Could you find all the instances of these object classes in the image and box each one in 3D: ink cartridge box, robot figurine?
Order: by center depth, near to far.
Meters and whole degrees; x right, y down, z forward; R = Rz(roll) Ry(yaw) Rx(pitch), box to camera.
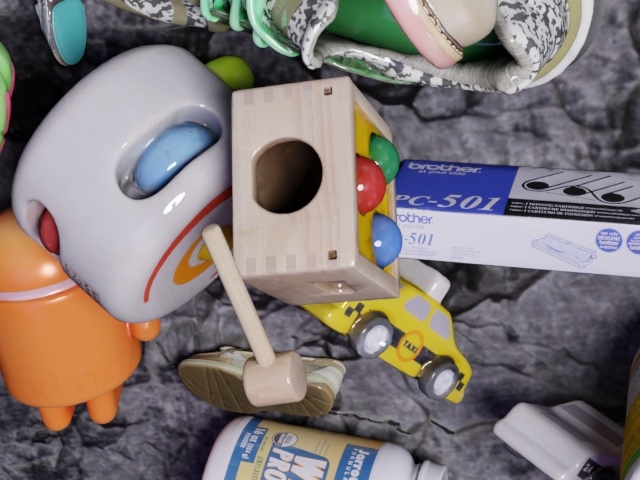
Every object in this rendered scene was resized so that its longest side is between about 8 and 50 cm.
[{"bbox_3d":[0.155,-0.019,0.914,0.207,0.097,0.046,4,116,15],"label":"ink cartridge box"},{"bbox_3d":[-0.229,0.057,1.054,0.158,0.128,0.219,9,121,37],"label":"robot figurine"}]

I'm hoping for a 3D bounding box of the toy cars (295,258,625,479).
[{"bbox_3d":[0.143,0.112,0.960,0.394,0.176,0.087,34,90,-1],"label":"toy cars"}]

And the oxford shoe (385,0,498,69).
[{"bbox_3d":[0.064,-0.301,0.704,0.147,0.140,0.396,-13,83,19],"label":"oxford shoe"}]

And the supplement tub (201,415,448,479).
[{"bbox_3d":[0.004,0.240,1.061,0.200,0.144,0.144,8,117,13],"label":"supplement tub"}]

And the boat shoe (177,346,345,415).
[{"bbox_3d":[-0.054,0.121,1.084,0.153,0.048,0.056,2,128,24],"label":"boat shoe"}]

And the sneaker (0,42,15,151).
[{"bbox_3d":[-0.434,-0.011,1.029,0.202,0.185,0.482,26,117,-22],"label":"sneaker"}]

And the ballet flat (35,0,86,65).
[{"bbox_3d":[-0.215,-0.200,0.977,0.041,0.041,0.114,5,116,15],"label":"ballet flat"}]

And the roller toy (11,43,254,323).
[{"bbox_3d":[-0.124,-0.036,0.922,0.146,0.191,0.209,43,115,13],"label":"roller toy"}]

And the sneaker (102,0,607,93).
[{"bbox_3d":[-0.011,-0.185,0.833,0.410,0.182,0.158,11,118,11],"label":"sneaker"}]

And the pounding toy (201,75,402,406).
[{"bbox_3d":[-0.002,0.004,0.788,0.094,0.181,0.206,-5,77,16],"label":"pounding toy"}]

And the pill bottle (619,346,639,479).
[{"bbox_3d":[0.288,0.131,0.860,0.136,0.245,0.136,7,117,14],"label":"pill bottle"}]
